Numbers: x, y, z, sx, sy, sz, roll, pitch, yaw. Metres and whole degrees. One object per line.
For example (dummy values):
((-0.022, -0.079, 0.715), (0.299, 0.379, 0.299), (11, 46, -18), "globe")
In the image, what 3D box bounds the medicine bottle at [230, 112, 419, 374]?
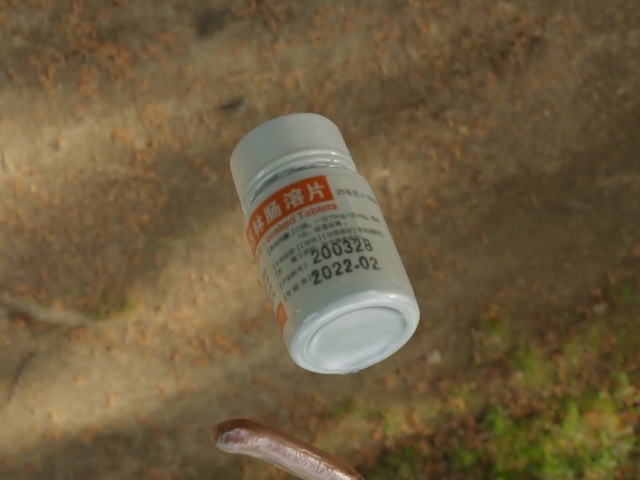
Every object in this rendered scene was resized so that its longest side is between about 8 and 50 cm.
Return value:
((0.000, 0.000, 1.690), (0.144, 0.252, 0.144), (-12, 145, -8), "medicine bottle")

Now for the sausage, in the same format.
((-0.028, 0.216, 1.631), (0.186, 0.043, 0.043), (29, 124, -28), "sausage")
